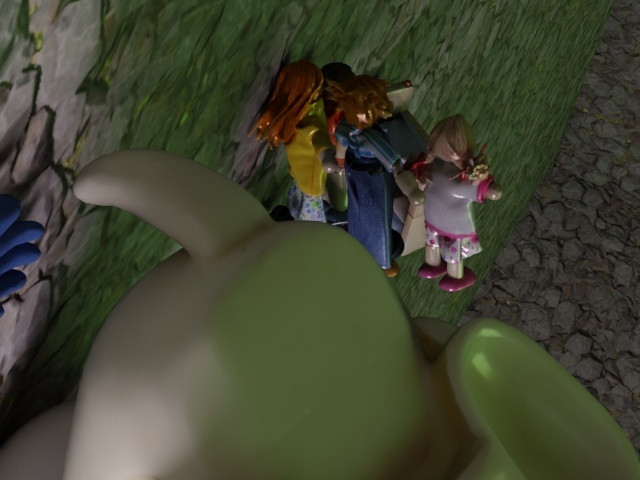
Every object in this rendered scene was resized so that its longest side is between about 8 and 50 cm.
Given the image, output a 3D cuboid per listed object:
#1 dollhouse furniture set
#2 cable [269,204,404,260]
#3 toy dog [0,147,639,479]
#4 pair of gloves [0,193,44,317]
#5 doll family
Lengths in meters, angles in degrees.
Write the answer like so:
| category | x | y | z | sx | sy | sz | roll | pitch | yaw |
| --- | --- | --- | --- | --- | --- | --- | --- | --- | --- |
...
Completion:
| category | x | y | z | sx | sy | sz | roll | pitch | yaw |
| --- | --- | --- | --- | --- | --- | --- | --- | --- | --- |
| dollhouse furniture set | 0.040 | -0.059 | 1.396 | 0.184 | 0.129 | 0.129 | -20 | 147 | -26 |
| cable | 0.000 | 0.000 | 1.212 | 0.184 | 0.151 | 0.047 | -26 | 115 | -58 |
| toy dog | -0.087 | 0.175 | 0.832 | 0.408 | 0.395 | 0.284 | -34 | -168 | 49 |
| pair of gloves | -0.216 | 0.066 | 0.739 | 0.198 | 0.023 | 0.159 | -65 | 170 | 21 |
| doll family | 0.025 | -0.062 | 1.089 | 0.118 | 0.263 | 0.163 | -17 | 118 | -28 |
